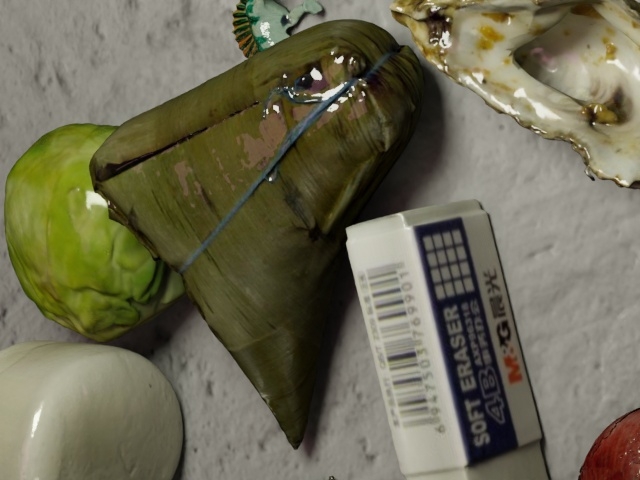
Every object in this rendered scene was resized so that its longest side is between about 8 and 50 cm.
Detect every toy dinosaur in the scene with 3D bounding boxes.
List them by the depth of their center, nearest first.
[{"bbox_3d":[-0.059,-0.214,1.849,0.187,0.044,0.106,50,140,16],"label":"toy dinosaur"}]

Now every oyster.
[{"bbox_3d":[0.218,-0.138,1.596,0.341,0.110,0.166,17,113,33],"label":"oyster"}]

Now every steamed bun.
[{"bbox_3d":[-0.255,0.185,1.943,0.146,0.241,0.164,4,95,36],"label":"steamed bun"}]

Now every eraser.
[{"bbox_3d":[0.114,0.109,1.707,0.081,0.124,0.279,-15,88,40],"label":"eraser"}]

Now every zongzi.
[{"bbox_3d":[0.000,0.000,1.781,0.323,0.160,0.360,-23,100,32],"label":"zongzi"}]

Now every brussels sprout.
[{"bbox_3d":[-0.232,-0.009,1.939,0.223,0.161,0.223,4,98,32],"label":"brussels sprout"}]

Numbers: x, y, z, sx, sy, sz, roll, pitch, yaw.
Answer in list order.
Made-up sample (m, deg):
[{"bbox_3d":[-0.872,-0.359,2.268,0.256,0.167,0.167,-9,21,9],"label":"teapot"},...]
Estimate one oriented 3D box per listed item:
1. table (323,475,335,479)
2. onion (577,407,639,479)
[{"bbox_3d":[-0.037,0.349,1.862,0.167,0.167,0.227,-14,80,39],"label":"table"},{"bbox_3d":[0.278,0.232,1.584,0.184,0.147,0.184,25,126,40],"label":"onion"}]
